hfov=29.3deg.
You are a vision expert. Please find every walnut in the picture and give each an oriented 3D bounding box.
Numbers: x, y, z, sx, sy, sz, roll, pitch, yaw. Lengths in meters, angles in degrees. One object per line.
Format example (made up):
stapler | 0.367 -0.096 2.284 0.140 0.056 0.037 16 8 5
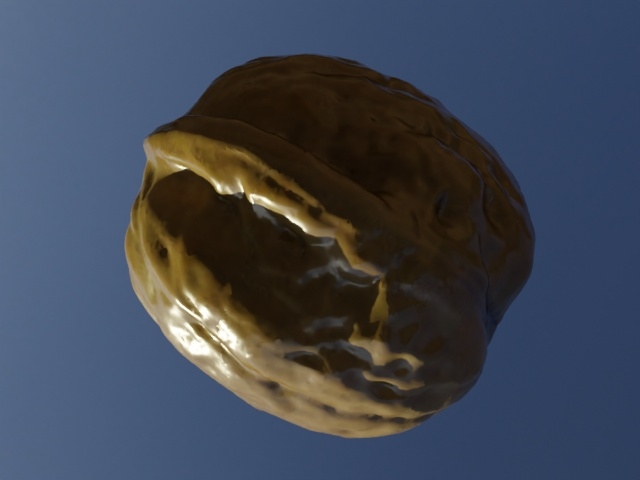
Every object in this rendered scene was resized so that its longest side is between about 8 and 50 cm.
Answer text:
walnut | 0.000 0.000 0.779 0.257 0.257 0.224 16 -110 44
